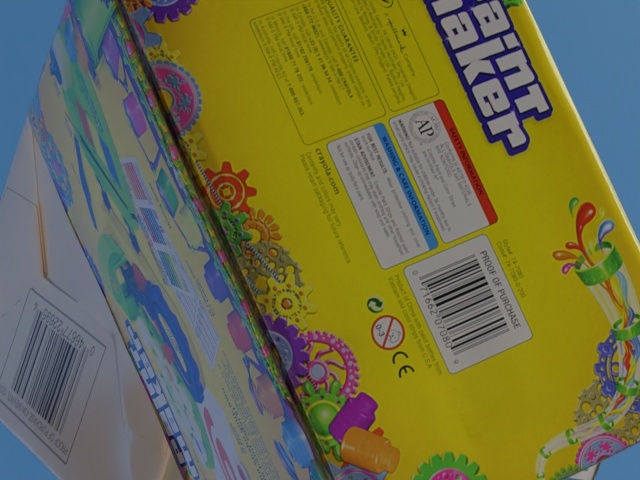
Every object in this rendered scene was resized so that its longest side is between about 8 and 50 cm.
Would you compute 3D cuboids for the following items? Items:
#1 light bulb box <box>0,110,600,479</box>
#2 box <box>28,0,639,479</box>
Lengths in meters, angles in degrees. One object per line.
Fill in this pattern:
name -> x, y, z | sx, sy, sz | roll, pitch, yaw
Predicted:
light bulb box -> -0.024, 0.079, 1.230 | 0.361, 0.358, 0.225 | 15, -82, -34
box -> 0.000, 0.000, 0.819 | 0.177, 0.279, 0.290 | -22, -95, -19
